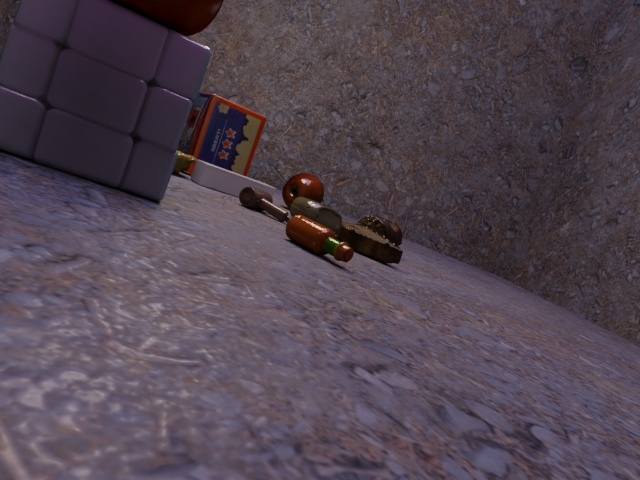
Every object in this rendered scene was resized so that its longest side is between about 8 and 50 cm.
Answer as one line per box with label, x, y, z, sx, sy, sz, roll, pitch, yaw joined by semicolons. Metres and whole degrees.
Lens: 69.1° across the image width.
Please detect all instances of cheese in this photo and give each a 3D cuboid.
cheese;-0.026;-0.095;1.647;0.175;0.091;0.202;20;7;-28

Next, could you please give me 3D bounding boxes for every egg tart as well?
egg tart;-0.530;-0.287;1.572;0.212;0.090;0.212;23;7;-3

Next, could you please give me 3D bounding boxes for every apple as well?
apple;-0.078;-0.206;2.015;0.180;0.181;0.168;25;14;31

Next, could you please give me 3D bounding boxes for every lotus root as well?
lotus root;0.132;-0.001;1.469;0.170;0.075;0.260;19;8;-19

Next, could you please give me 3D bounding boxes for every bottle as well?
bottle;0.000;0.000;1.059;0.069;0.069;0.187;15;11;-47

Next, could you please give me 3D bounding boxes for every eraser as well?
eraser;-0.306;-0.201;1.658;0.298;0.076;0.078;15;9;-43

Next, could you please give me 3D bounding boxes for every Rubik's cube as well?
Rubik's cube;-0.436;-0.296;0.958;0.318;0.316;0.322;18;6;-23

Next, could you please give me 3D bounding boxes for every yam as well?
yam;0.215;-0.025;1.735;0.128;0.129;0.238;61;21;16

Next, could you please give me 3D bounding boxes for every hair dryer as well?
hair dryer;-0.156;-0.100;1.442;0.181;0.064;0.117;34;9;25

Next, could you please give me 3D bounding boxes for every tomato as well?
tomato;-0.312;-0.524;0.855;0.298;0.227;0.298;25;6;-3

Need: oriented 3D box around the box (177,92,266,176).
box;-0.446;-0.418;1.905;0.256;0.319;0.348;17;8;-36
